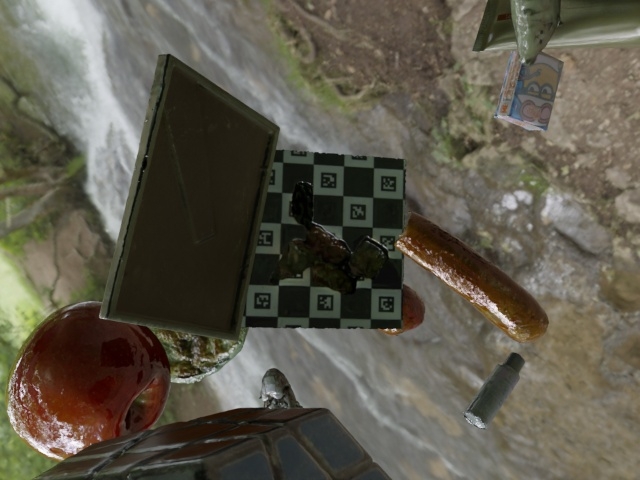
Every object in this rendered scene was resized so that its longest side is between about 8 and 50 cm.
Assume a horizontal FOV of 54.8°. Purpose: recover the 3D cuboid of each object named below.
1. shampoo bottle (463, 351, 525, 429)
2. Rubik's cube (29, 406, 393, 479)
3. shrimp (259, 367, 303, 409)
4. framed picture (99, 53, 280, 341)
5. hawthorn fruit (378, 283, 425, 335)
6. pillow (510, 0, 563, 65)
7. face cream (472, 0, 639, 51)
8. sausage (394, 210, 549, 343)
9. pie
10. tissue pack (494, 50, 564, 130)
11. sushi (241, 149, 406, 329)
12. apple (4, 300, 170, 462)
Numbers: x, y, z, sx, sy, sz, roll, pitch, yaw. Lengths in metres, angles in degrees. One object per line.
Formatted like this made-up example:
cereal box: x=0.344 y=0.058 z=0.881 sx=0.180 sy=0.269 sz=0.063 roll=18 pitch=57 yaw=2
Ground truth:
shampoo bottle: x=0.440 y=0.371 z=1.546 sx=0.072 sy=0.214 sz=0.072 roll=35 pitch=153 yaw=20
Rubik's cube: x=-0.067 y=0.256 z=0.393 sx=0.319 sy=0.319 sz=0.264 roll=46 pitch=116 yaw=1
shrimp: x=-0.056 y=0.277 z=0.961 sx=0.056 sy=0.065 sz=0.165 roll=-15 pitch=90 yaw=14
framed picture: x=-0.160 y=-0.042 z=0.836 sx=0.022 sy=0.335 sz=0.247 roll=3 pitch=168 yaw=32
hawthorn fruit: x=0.224 y=0.198 z=1.714 sx=0.172 sy=0.148 sz=0.148 roll=27 pitch=165 yaw=-36
pillow: x=0.346 y=-0.404 z=0.983 sx=0.051 sy=0.093 sz=0.241 roll=-130 pitch=25 yaw=-63
face cream: x=0.442 y=-0.378 z=1.061 sx=0.341 sy=0.137 sz=0.084 roll=13 pitch=170 yaw=31
sausage: x=0.248 y=0.060 z=1.023 sx=0.302 sy=0.076 sz=0.103 roll=39 pitch=178 yaw=11
pie: x=-0.276 y=0.151 z=1.286 sx=0.302 sy=0.302 sz=0.067 roll=33 pitch=-175 yaw=24
tissue pack: x=0.445 y=-0.324 z=1.322 sx=0.115 sy=0.155 sz=0.065 roll=13 pitch=-176 yaw=-27
sushi: x=0.000 y=0.000 z=1.269 sx=0.064 sy=0.343 sz=0.359 roll=151 pitch=121 yaw=-80
apple: x=-0.373 y=0.230 z=1.020 sx=0.216 sy=0.260 sz=0.260 roll=24 pitch=144 yaw=21
